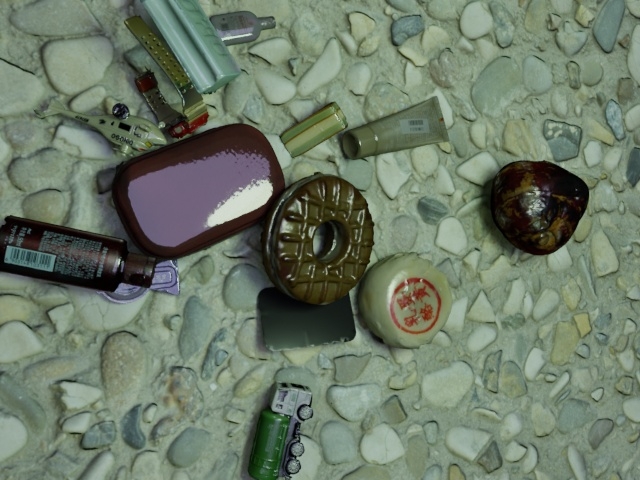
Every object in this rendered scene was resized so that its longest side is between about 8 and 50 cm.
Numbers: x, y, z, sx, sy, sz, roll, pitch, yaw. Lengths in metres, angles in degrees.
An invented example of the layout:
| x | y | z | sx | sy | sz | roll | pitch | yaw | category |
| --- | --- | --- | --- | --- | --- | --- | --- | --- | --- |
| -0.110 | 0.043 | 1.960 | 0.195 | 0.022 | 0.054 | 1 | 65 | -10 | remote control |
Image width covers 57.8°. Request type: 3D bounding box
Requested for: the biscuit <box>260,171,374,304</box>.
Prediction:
| x | y | z | sx | sy | sz | roll | pitch | yaw | category |
| --- | --- | --- | --- | --- | --- | --- | --- | --- | --- |
| 0.000 | 0.000 | 1.444 | 0.332 | 0.103 | 0.331 | -8 | 103 | -38 | biscuit |

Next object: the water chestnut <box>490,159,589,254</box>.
| x | y | z | sx | sy | sz | roll | pitch | yaw | category |
| --- | --- | --- | --- | --- | --- | --- | --- | --- | --- |
| 0.606 | -0.101 | 1.652 | 0.289 | 0.244 | 0.288 | -2 | 95 | -26 | water chestnut |

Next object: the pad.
| x | y | z | sx | sy | sz | roll | pitch | yaw | category |
| --- | --- | --- | --- | --- | --- | --- | --- | --- | --- |
| -0.027 | 0.274 | 1.492 | 0.250 | 0.055 | 0.322 | -3 | 89 | -21 | pad |

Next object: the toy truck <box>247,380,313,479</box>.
| x | y | z | sx | sy | sz | roll | pitch | yaw | category |
| --- | --- | --- | --- | --- | --- | --- | --- | --- | --- |
| -0.098 | 0.475 | 1.436 | 0.125 | 0.101 | 0.242 | 15 | 85 | -8 | toy truck |

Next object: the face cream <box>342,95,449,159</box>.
| x | y | z | sx | sy | sz | roll | pitch | yaw | category |
| --- | --- | --- | --- | --- | --- | --- | --- | --- | --- |
| 0.219 | -0.302 | 1.605 | 0.341 | 0.084 | 0.137 | -21 | 97 | -28 | face cream |

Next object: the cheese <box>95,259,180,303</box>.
| x | y | z | sx | sy | sz | roll | pitch | yaw | category |
| --- | --- | --- | --- | --- | --- | --- | --- | --- | --- |
| -0.428 | 0.091 | 1.356 | 0.191 | 0.042 | 0.105 | -7 | 91 | -22 | cheese |

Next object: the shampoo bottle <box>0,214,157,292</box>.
| x | y | z | sx | sy | sz | roll | pitch | yaw | category |
| --- | --- | --- | --- | --- | --- | --- | --- | --- | --- |
| -0.529 | 0.038 | 1.271 | 0.323 | 0.084 | 0.129 | 11 | 81 | -10 | shampoo bottle |

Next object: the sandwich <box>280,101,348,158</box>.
| x | y | z | sx | sy | sz | roll | pitch | yaw | category |
| --- | --- | --- | --- | --- | --- | --- | --- | --- | --- |
| -0.014 | -0.295 | 1.543 | 0.163 | 0.113 | 0.079 | -30 | 101 | 16 | sandwich |

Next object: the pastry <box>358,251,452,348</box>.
| x | y | z | sx | sy | sz | roll | pitch | yaw | category |
| --- | --- | --- | --- | --- | --- | --- | --- | --- | --- |
| 0.230 | 0.160 | 1.556 | 0.265 | 0.133 | 0.264 | 2 | 85 | -24 | pastry |

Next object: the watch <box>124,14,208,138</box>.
| x | y | z | sx | sy | sz | roll | pitch | yaw | category |
| --- | --- | --- | --- | --- | --- | --- | --- | --- | --- |
| -0.366 | -0.363 | 1.332 | 0.102 | 0.165 | 0.268 | -43 | 102 | -32 | watch |

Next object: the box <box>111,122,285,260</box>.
| x | y | z | sx | sy | sz | roll | pitch | yaw | category |
| --- | --- | --- | --- | --- | --- | --- | --- | --- | --- |
| -0.280 | -0.120 | 1.385 | 0.404 | 0.108 | 0.263 | -25 | 96 | -20 | box |

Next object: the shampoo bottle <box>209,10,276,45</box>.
| x | y | z | sx | sy | sz | roll | pitch | yaw | category |
| --- | --- | --- | --- | --- | --- | --- | --- | --- | --- |
| -0.195 | -0.543 | 1.473 | 0.165 | 0.040 | 0.079 | -18 | 93 | -21 | shampoo bottle |

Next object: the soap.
| x | y | z | sx | sy | sz | roll | pitch | yaw | category |
| --- | --- | --- | --- | --- | --- | --- | --- | --- | --- |
| -0.301 | -0.481 | 1.366 | 0.094 | 0.150 | 0.261 | -29 | 101 | 14 | soap |

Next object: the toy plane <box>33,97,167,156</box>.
| x | y | z | sx | sy | sz | roll | pitch | yaw | category |
| --- | --- | --- | --- | --- | --- | --- | --- | --- | --- |
| -0.490 | -0.261 | 1.311 | 0.287 | 0.092 | 0.108 | 20 | 82 | -8 | toy plane |
